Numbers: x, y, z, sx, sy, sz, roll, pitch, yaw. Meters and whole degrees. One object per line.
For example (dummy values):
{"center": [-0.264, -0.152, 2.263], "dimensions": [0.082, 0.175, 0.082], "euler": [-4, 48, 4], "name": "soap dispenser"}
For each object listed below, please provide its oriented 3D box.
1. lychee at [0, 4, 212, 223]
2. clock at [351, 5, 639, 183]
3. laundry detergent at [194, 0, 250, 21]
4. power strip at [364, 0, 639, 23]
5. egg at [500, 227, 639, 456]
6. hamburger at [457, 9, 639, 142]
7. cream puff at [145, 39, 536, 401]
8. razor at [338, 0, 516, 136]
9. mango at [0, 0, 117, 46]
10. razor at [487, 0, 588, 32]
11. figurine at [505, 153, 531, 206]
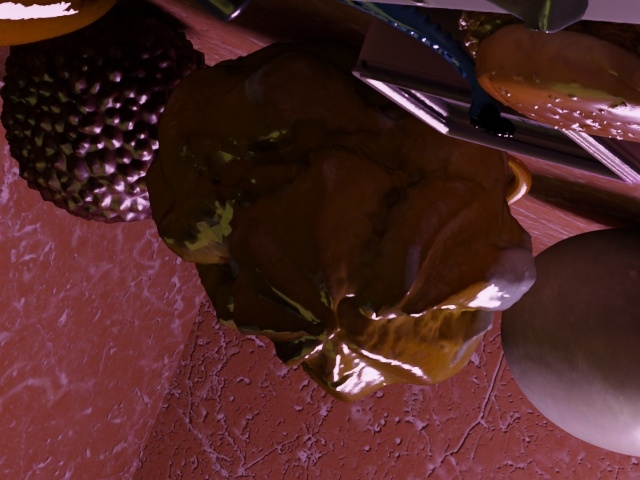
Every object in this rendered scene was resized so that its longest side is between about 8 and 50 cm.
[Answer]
{"center": [-0.222, -0.137, 1.667], "dimensions": [0.236, 0.236, 0.271], "euler": [19, 155, 29], "name": "lychee"}
{"center": [0.139, -0.109, 1.133], "dimensions": [0.192, 0.071, 0.147], "euler": [18, 176, 35], "name": "clock"}
{"center": [-0.128, -0.200, 0.872], "dimensions": [0.225, 0.070, 0.099], "euler": [38, 151, -12], "name": "laundry detergent"}
{"center": [0.065, -0.161, 0.806], "dimensions": [0.091, 0.062, 0.385], "euler": [32, 171, -35], "name": "power strip"}
{"center": [0.357, 0.114, 1.792], "dimensions": [0.352, 0.258, 0.258], "euler": [15, 174, 44], "name": "egg"}
{"center": [0.162, -0.107, 0.943], "dimensions": [0.147, 0.083, 0.138], "euler": [14, 173, 38], "name": "hamburger"}
{"center": [0.000, 0.000, 1.436], "dimensions": [0.378, 0.275, 0.378], "euler": [19, 145, 14], "name": "cream puff"}
{"center": [0.024, -0.151, 1.015], "dimensions": [0.253, 0.042, 0.082], "euler": [36, -174, -1], "name": "razor"}
{"center": [-0.300, -0.228, 1.202], "dimensions": [0.317, 0.173, 0.211], "euler": [9, 178, -32], "name": "mango"}
{"center": [0.005, -0.163, 0.736], "dimensions": [0.278, 0.056, 0.111], "euler": [28, 136, 27], "name": "razor"}
{"center": [0.137, -0.079, 1.641], "dimensions": [0.176, 0.121, 0.122], "euler": [31, 146, -11], "name": "figurine"}
